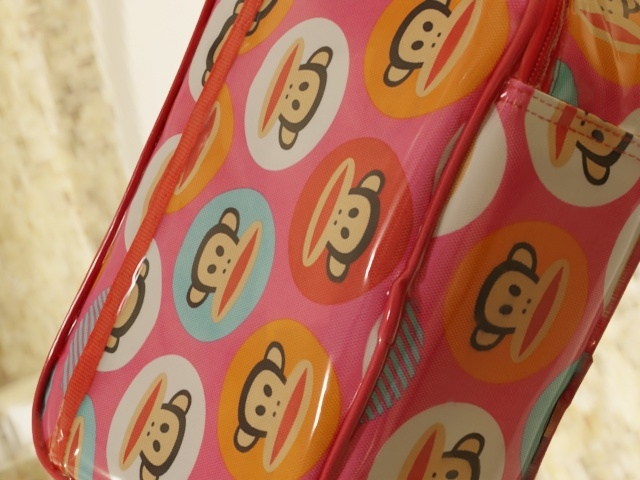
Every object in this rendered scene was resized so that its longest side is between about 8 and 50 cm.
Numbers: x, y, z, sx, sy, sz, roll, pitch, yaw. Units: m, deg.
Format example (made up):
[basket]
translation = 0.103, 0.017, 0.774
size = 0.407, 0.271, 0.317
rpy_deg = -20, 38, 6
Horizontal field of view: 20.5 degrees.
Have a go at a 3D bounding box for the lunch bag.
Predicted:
[lunch bag]
translation = 0.000, 0.000, 0.735
size = 0.258, 0.120, 0.293
rpy_deg = 28, 95, 54
